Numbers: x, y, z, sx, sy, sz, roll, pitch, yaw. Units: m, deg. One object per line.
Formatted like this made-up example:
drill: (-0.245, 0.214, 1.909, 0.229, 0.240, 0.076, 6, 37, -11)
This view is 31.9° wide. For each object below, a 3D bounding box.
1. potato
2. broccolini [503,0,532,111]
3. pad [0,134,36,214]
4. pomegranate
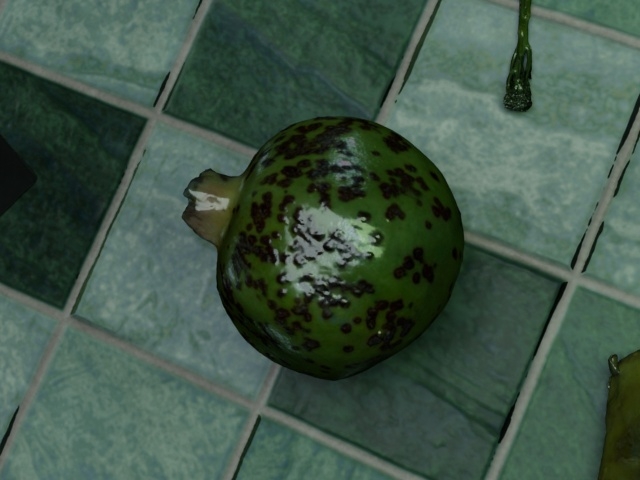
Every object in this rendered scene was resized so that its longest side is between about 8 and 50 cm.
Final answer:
potato: (0.311, 0.208, 1.025, 0.117, 0.090, 0.226, -8, 71, 19)
broccolini: (0.209, -0.202, 1.160, 0.030, 0.035, 0.140, 4, 79, 12)
pad: (-0.431, -0.045, 1.312, 0.193, 0.004, 0.116, -45, 72, 3)
pomegranate: (0.000, 0.000, 1.066, 0.270, 0.254, 0.254, 23, 85, -3)
